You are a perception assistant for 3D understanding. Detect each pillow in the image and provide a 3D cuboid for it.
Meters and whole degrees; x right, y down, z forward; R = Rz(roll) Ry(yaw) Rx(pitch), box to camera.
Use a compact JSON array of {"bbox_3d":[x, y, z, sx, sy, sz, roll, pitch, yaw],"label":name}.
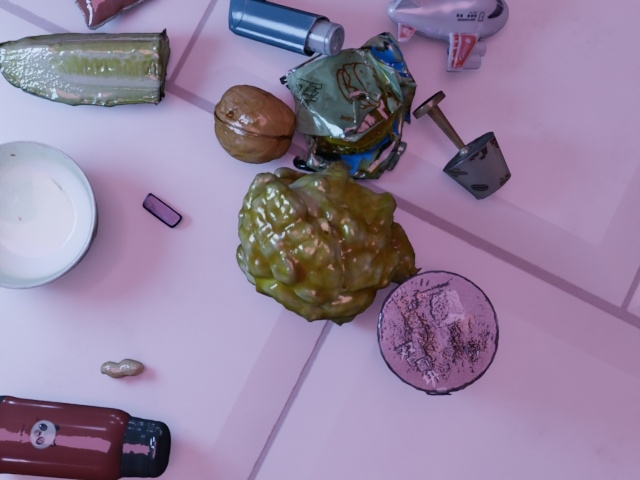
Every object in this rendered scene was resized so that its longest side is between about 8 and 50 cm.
[{"bbox_3d":[-0.428,-0.524,1.824,0.171,0.075,0.179,-33,87,-11],"label":"pillow"}]

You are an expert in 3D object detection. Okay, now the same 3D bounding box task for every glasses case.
[{"bbox_3d":[-0.309,-0.057,1.804,0.083,0.023,0.033,36,90,5],"label":"glasses case"}]

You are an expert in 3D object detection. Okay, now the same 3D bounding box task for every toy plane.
[{"bbox_3d":[0.249,-0.447,1.798,0.252,0.118,0.252,2,82,-14],"label":"toy plane"}]

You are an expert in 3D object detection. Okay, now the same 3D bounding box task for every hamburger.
[{"bbox_3d":[0.061,-0.254,1.766,0.260,0.150,0.276,-9,85,0],"label":"hamburger"}]

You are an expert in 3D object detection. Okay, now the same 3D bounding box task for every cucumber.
[{"bbox_3d":[-0.455,-0.340,1.796,0.325,0.105,0.145,0,111,-1],"label":"cucumber"}]

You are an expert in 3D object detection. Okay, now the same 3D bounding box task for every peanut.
[{"bbox_3d":[-0.380,0.246,1.765,0.083,0.037,0.037,-4,84,-3],"label":"peanut"}]

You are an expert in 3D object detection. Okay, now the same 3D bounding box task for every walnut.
[{"bbox_3d":[-0.132,-0.220,1.758,0.144,0.144,0.180,-48,56,-5],"label":"walnut"}]

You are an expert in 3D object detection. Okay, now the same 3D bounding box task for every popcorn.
[{"bbox_3d":[0.007,0.005,1.673,0.335,0.279,0.274,32,101,9],"label":"popcorn"}]

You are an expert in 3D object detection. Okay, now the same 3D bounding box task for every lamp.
[{"bbox_3d":[0.272,-0.185,1.773,0.121,0.121,0.215,-39,97,-4],"label":"lamp"}]

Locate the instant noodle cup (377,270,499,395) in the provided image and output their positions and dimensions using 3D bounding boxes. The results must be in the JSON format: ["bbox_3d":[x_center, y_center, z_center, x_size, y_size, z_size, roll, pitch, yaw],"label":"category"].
[{"bbox_3d":[0.201,0.169,1.695,0.217,0.207,0.217,0,85,-2],"label":"instant noodle cup"}]

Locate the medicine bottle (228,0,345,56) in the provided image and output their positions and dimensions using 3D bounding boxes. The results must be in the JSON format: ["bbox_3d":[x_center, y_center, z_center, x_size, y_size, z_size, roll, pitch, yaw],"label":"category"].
[{"bbox_3d":[-0.071,-0.431,1.781,0.258,0.079,0.124,24,92,24],"label":"medicine bottle"}]

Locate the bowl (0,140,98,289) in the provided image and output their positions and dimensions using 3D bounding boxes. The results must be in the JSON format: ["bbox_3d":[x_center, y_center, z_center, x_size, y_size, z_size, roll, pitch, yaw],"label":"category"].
[{"bbox_3d":[-0.545,-0.040,1.739,0.277,0.145,0.277,0,84,-2],"label":"bowl"}]

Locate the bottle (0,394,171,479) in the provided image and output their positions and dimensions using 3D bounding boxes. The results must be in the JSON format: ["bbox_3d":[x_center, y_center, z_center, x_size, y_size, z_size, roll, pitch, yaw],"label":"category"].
[{"bbox_3d":[-0.446,0.373,1.698,0.336,0.144,0.144,7,84,0],"label":"bottle"}]
